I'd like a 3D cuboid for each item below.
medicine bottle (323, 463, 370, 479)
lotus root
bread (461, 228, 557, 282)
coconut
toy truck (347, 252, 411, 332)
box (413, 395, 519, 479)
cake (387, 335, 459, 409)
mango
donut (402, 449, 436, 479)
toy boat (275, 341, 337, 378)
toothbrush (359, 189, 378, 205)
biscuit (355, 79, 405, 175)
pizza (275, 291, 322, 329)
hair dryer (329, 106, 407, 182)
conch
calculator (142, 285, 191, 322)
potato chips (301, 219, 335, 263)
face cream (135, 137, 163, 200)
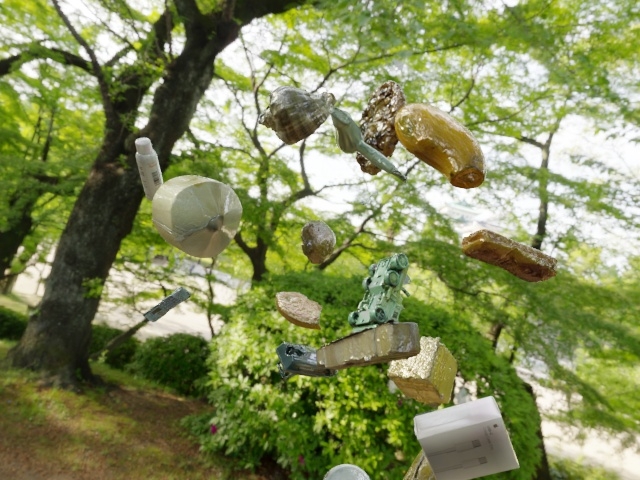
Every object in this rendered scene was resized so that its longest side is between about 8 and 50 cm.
[{"bbox_3d":[0.075,0.760,1.309,0.145,0.251,0.144,-1,32,0],"label":"medicine bottle"},{"bbox_3d":[0.128,0.249,1.076,0.170,0.074,0.261,7,-27,-34],"label":"lotus root"},{"bbox_3d":[0.556,0.046,1.362,0.271,0.077,0.139,23,-19,-13],"label":"bread"},{"bbox_3d":[-0.448,-0.089,1.703,0.323,0.322,0.323,16,-1,0],"label":"coconut"},{"bbox_3d":[0.194,0.169,1.349,0.135,0.259,0.128,43,-36,-17],"label":"toy truck"},{"bbox_3d":[0.431,0.599,1.386,0.252,0.203,0.106,-20,18,11],"label":"box"},{"bbox_3d":[0.483,0.600,2.098,0.223,0.227,0.286,-8,-49,44],"label":"cake"},{"bbox_3d":[0.359,-0.288,1.382,0.187,0.144,0.359,-27,61,-29],"label":"mango"},{"bbox_3d":[0.384,0.914,1.786,0.107,0.271,0.272,32,2,13],"label":"donut"},{"bbox_3d":[-0.035,0.377,1.424,0.246,0.103,0.093,23,21,-38],"label":"toy boat"},{"bbox_3d":[0.231,-0.198,2.138,0.026,0.022,0.263,20,23,17],"label":"toothbrush"},{"bbox_3d":[0.200,-0.402,1.667,0.081,0.333,0.289,9,-1,-20],"label":"biscuit"},{"bbox_3d":[-0.081,0.265,1.778,0.271,0.056,0.134,19,34,35],"label":"pizza"},{"bbox_3d":[0.127,-0.227,1.171,0.237,0.075,0.206,41,2,11],"label":"hair dryer"},{"bbox_3d":[-0.102,-0.458,1.618,0.292,0.210,0.159,-20,-49,29],"label":"conch"},{"bbox_3d":[-0.521,0.221,1.586,0.057,0.172,0.018,51,7,-38],"label":"calculator"},{"bbox_3d":[0.000,0.000,1.554,0.049,0.150,0.202,-19,-4,33],"label":"potato chips"},{"bbox_3d":[-0.684,-0.284,1.860,0.082,0.268,0.081,2,43,-2],"label":"face cream"}]
